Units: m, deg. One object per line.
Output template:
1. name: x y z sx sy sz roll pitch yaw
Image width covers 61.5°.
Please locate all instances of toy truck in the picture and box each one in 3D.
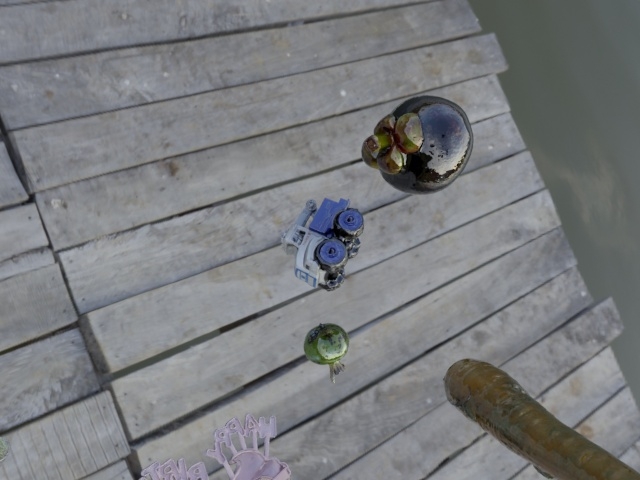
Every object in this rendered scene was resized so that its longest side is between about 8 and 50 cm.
1. toy truck: 0.000 0.000 1.275 0.177 0.161 0.213 24 64 9

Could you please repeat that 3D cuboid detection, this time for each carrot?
1. carrot: 0.143 0.125 0.334 0.049 0.254 0.049 -1 94 -12

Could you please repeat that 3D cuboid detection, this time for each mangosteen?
1. mangosteen: 0.241 -0.247 1.402 0.303 0.275 0.274 -3 81 -35

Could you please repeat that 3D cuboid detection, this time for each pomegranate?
1. pomegranate: 0.023 0.286 1.390 0.122 0.122 0.161 -20 92 -28

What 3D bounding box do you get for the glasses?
1. glasses: -0.120 0.314 0.659 0.256 0.095 0.162 -22 69 -45

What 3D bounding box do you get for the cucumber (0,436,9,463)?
1. cucumber: -0.659 0.430 1.064 0.064 0.112 0.064 29 33 -20
